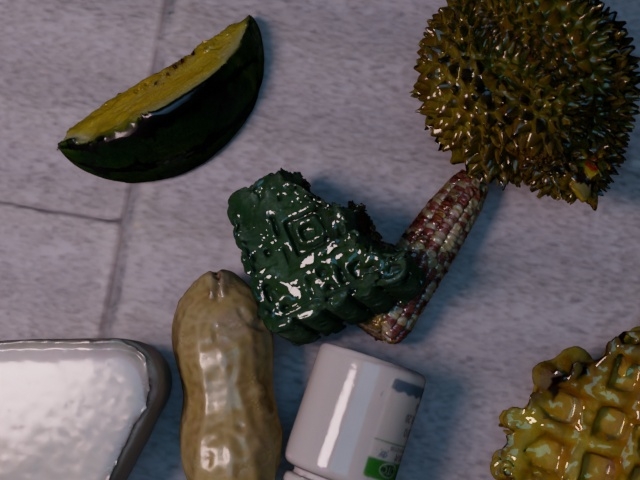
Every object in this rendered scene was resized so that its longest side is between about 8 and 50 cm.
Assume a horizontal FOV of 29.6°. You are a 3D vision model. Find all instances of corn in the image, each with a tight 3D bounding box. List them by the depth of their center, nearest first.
[{"bbox_3d":[0.128,0.020,1.484,0.079,0.079,0.237,35,83,4],"label":"corn"}]

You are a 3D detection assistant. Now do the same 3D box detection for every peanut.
[{"bbox_3d":[-0.111,0.177,1.440,0.130,0.130,0.290,-5,79,0],"label":"peanut"}]

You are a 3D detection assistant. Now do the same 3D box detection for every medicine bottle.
[{"bbox_3d":[0.029,0.250,1.425,0.139,0.139,0.236,17,84,2],"label":"medicine bottle"}]

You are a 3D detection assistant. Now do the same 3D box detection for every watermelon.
[{"bbox_3d":[-0.186,-0.164,1.507,0.301,0.123,0.129,-31,53,-2],"label":"watermelon"}]

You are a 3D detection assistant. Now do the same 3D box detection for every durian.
[{"bbox_3d":[0.247,-0.177,1.431,0.293,0.258,0.258,31,85,1],"label":"durian"}]

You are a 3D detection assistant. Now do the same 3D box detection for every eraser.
[{"bbox_3d":[-0.317,0.222,1.426,0.331,0.150,0.331,0,84,3],"label":"eraser"}]

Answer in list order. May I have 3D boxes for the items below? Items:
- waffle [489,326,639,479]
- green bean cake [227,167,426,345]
[{"bbox_3d":[0.401,0.291,1.444,0.380,0.095,0.382,-24,87,-2],"label":"waffle"},{"bbox_3d":[0.000,0.000,1.432,0.193,0.107,0.208,-27,68,18],"label":"green bean cake"}]
